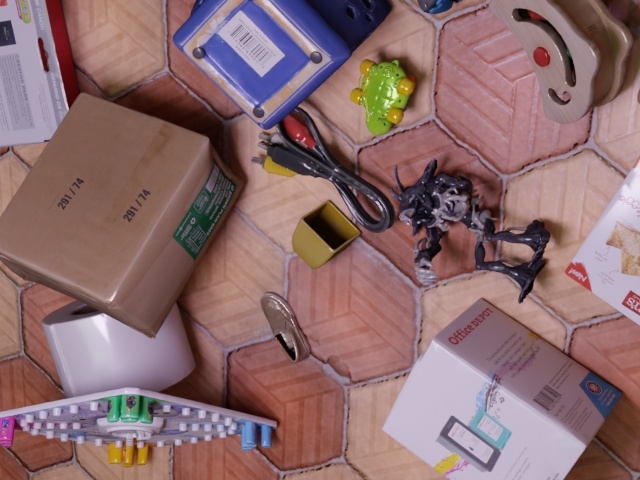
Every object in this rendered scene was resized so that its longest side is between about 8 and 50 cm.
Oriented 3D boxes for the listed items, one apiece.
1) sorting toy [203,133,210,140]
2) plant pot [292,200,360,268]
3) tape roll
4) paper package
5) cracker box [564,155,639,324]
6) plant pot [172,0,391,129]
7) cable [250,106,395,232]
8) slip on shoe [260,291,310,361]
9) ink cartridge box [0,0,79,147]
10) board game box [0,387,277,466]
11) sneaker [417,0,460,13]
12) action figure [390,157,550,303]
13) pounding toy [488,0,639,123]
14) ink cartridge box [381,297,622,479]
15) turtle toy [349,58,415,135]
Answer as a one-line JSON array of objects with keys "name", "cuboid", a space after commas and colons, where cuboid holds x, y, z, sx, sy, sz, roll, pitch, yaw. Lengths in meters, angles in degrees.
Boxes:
[{"name": "sorting toy", "cuboid": [-0.201, -0.145, 1.983, 0.062, 0.012, 0.083, 32, 123, 22]}, {"name": "plant pot", "cuboid": [0.000, 0.000, 1.877, 0.081, 0.081, 0.083, 45, 133, 10]}, {"name": "tape roll", "cuboid": [-0.367, 0.188, 2.053, 0.246, 0.246, 0.169, -10, 102, 32]}, {"name": "paper package", "cuboid": [-0.344, -0.045, 1.900, 0.309, 0.168, 0.325, 22, 74, 26]}, {"name": "cracker box", "cuboid": [0.476, -0.005, 1.603, 0.155, 0.067, 0.232, 36, 121, 16]}, {"name": "plant pot", "cuboid": [-0.067, -0.324, 1.690, 0.236, 0.212, 0.236, 44, 126, -13]}, {"name": "cable", "cuboid": [0.013, -0.127, 1.834, 0.287, 0.072, 0.139, 28, 117, 16]}, {"name": "slip on shoe", "cuboid": [-0.068, 0.155, 1.988, 0.051, 0.041, 0.135, -28, 91, 34]}, {"name": "ink cartridge box", "cuboid": [-0.544, -0.334, 2.048, 0.271, 0.130, 0.310, -1, 106, 30]}, {"name": "board game box", "cuboid": [-0.343, 0.346, 2.024, 0.390, 0.390, 0.050, -14, 66, 33]}, {"name": "sneaker", "cuboid": [0.213, -0.480, 1.564, 0.140, 0.125, 0.341, 49, 121, 13]}, {"name": "action figure", "cuboid": [0.207, -0.019, 1.714, 0.275, 0.141, 0.164, 27, 129, 19]}, {"name": "pounding toy", "cuboid": [0.375, -0.270, 1.573, 0.269, 0.155, 0.154, 53, 153, 16]}, {"name": "ink cartridge box", "cuboid": [0.278, 0.262, 1.730, 0.270, 0.198, 0.197, 35, 121, 17]}, {"name": "turtle toy", "cuboid": [0.100, -0.222, 1.749, 0.095, 0.066, 0.130, 31, 120, 20]}]
